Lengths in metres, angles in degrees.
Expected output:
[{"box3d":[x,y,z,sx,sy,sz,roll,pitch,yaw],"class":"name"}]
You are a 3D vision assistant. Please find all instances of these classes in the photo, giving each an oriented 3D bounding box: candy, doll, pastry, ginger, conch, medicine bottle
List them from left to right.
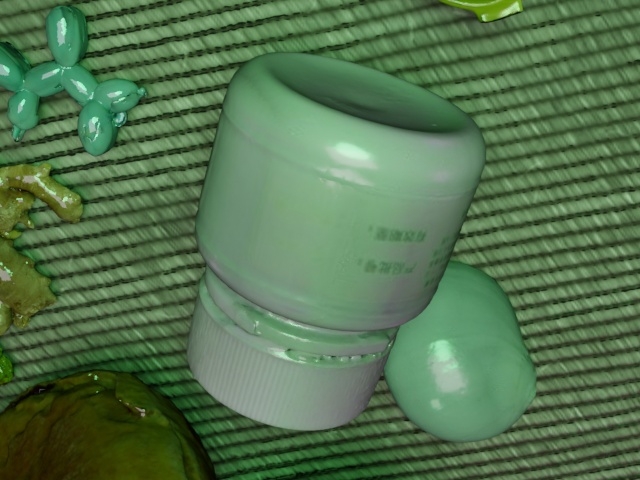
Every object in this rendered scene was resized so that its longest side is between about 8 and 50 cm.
[{"box3d":[-0.395,0.116,0.973,0.035,0.035,0.123,-3,101,43],"class":"candy"},{"box3d":[-0.351,0.000,0.929,0.193,0.052,0.176,-38,103,2],"class":"ginger"},{"box3d":[-0.271,-0.165,0.874,0.159,0.059,0.159,-17,104,4],"class":"doll"},{"box3d":[-0.265,0.301,0.878,0.356,0.356,0.164,-24,137,7],"class":"pastry"},{"box3d":[0.000,0.000,0.821,0.256,0.256,0.325,15,116,-4],"class":"medicine bottle"},{"box3d":[0.158,0.128,0.941,0.185,0.121,0.221,-43,98,-19],"class":"conch"}]

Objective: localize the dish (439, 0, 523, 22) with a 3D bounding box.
[{"box3d":[0.121,-0.347,0.794,0.262,0.108,0.221,34,104,-7],"class":"dish"}]
